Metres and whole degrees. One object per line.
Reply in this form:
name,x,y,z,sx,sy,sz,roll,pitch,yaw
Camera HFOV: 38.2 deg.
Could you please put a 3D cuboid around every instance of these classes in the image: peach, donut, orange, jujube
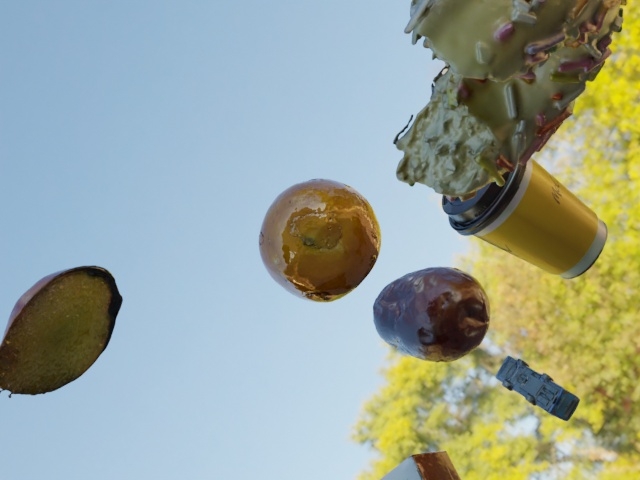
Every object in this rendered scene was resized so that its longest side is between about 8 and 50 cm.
peach,-0.436,0.148,1.484,0.279,0.068,0.189,-38,-54,-43
donut,0.226,-0.215,1.096,0.307,0.150,0.371,-40,-21,-18
orange,0.000,0.000,1.821,0.246,0.246,0.246,-41,-30,-30
jujube,0.256,0.176,2.175,0.223,0.318,0.223,3,-96,-32

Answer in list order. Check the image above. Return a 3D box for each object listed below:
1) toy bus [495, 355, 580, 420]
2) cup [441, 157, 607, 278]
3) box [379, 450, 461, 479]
toy bus,0.327,0.224,1.404,0.061,0.153,0.051,33,-91,-21
cup,0.370,-0.051,1.665,0.196,0.279,0.196,-51,19,25
box,0.159,0.649,1.751,0.122,0.345,0.385,8,-45,-46
